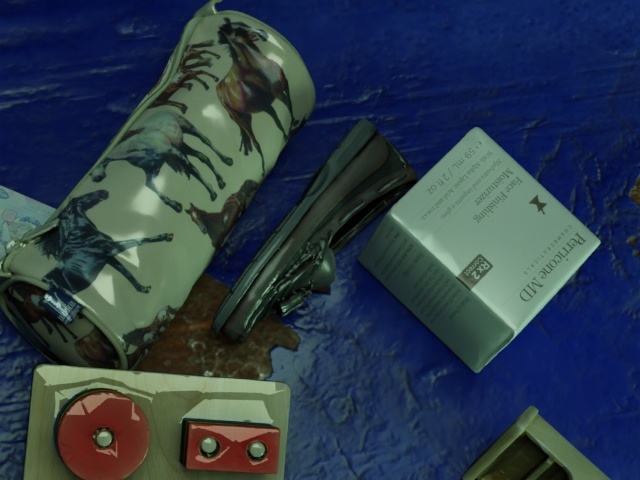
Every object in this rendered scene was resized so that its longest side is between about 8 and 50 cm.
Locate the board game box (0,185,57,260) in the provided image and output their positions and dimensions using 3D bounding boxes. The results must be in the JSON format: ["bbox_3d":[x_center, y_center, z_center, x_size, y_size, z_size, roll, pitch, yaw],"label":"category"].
[{"bbox_3d":[-0.324,-0.005,1.976,0.090,0.020,0.090,24,67,-2],"label":"board game box"}]

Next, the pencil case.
[{"bbox_3d":[-0.168,-0.056,1.950,0.183,0.160,0.410,47,63,-27],"label":"pencil case"}]

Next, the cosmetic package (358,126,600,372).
[{"bbox_3d":[0.166,0.012,2.005,0.184,0.151,0.151,43,67,6],"label":"cosmetic package"}]

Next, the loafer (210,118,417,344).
[{"bbox_3d":[0.000,0.000,2.003,0.095,0.109,0.302,37,63,-1],"label":"loafer"}]

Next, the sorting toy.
[{"bbox_3d":[-0.161,0.258,1.825,0.256,0.089,0.257,5,88,-10],"label":"sorting toy"}]

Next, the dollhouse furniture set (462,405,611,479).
[{"bbox_3d":[0.194,0.306,1.870,0.161,0.212,0.242,42,40,4],"label":"dollhouse furniture set"}]
